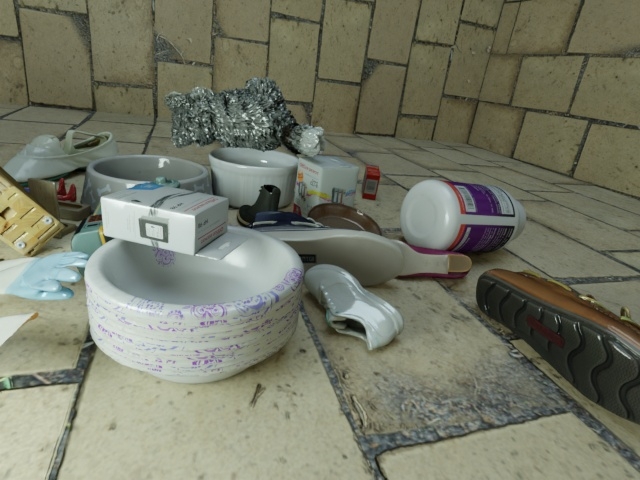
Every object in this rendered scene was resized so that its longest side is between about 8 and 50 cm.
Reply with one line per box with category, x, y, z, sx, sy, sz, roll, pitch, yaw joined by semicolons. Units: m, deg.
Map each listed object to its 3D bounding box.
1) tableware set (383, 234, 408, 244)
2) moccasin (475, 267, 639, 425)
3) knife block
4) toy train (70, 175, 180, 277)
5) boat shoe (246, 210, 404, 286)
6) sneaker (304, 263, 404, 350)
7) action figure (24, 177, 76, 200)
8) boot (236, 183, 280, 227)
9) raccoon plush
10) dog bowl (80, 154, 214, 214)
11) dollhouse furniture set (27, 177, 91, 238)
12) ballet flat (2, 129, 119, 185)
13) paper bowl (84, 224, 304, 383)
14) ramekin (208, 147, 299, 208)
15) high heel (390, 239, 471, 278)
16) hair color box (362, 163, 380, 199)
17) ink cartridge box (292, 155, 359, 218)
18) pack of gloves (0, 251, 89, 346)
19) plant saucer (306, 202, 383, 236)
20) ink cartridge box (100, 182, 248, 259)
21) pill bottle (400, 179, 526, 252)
tableware set;0.203;0.018;1.043;0.141;0.020;0.168;3;23;-12
moccasin;0.429;0.153;0.671;0.147;0.139;0.380;-9;17;-16
knife block;-0.653;-0.110;0.791;0.088;0.275;0.242;-48;36;-15
toy train;-0.376;-0.034;0.839;0.190;0.142;0.334;-10;27;-15
boat shoe;0.000;0.000;0.873;0.341;0.127;0.158;6;30;-3
sneaker;0.033;0.112;0.704;0.212;0.080;0.094;28;41;36
action figure;-0.741;-0.135;0.956;0.091;0.139;0.280;20;28;30
boot;-0.150;-0.093;1.038;0.077;0.137;0.198;-9;27;-35
raccoon plush;-0.230;-0.333;1.123;0.299;0.216;0.446;-18;25;-32
dog bowl;-0.467;-0.155;1.129;0.349;0.102;0.349;7;22;-3
dollhouse furniture set;-0.605;-0.099;0.916;0.144;0.123;0.151;9;23;3
ballet flat;-0.794;-0.272;1.261;0.139;0.139;0.400;14;24;15
paper bowl;-0.171;0.087;0.587;0.284;0.148;0.284;7;23;-3
ramekin;-0.205;-0.193;1.263;0.277;0.135;0.277;7;22;-3
high heel;0.220;0.046;0.944;0.244;0.082;0.117;0;-8;13
hair color box;0.185;-0.218;1.507;0.053;0.093;0.167;9;23;1
ink cartridge box;0.012;-0.138;1.148;0.127;0.176;0.128;-8;27;-33
pack of gloves;-0.416;0.097;0.537;0.232;0.046;0.195;-7;38;25
plant saucer;0.057;-0.025;1.030;0.199;0.036;0.198;13;36;-9
ink cartridge box;-0.204;-0.032;0.596;0.180;0.060;0.104;11;22;10
pill bottle;0.377;-0.057;1.056;0.323;0.181;0.181;0;23;-31
